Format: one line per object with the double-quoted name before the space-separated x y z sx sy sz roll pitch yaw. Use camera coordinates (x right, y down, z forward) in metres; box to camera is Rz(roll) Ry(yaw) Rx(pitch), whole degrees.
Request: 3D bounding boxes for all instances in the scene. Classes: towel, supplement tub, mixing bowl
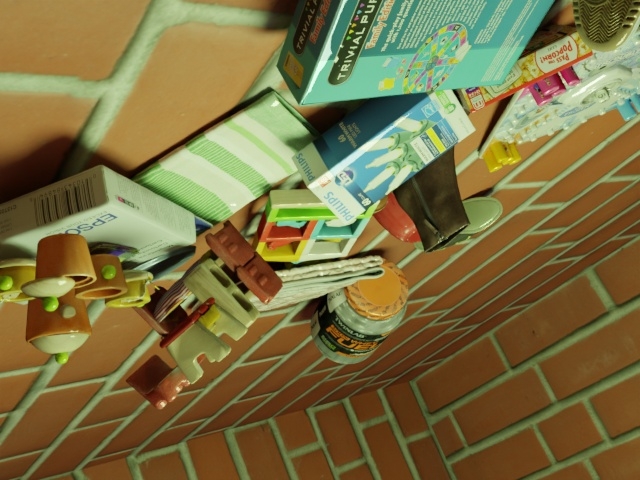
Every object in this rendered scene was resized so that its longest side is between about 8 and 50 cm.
"towel" -0.310 0.022 1.176 0.060 0.009 0.083 -25 160 26
"supplement tub" 0.097 0.173 2.025 0.193 0.193 0.316 -15 158 -21
"mixing bowl" 0.202 -0.058 1.693 0.181 0.098 0.181 -20 159 -8
"towel" -0.072 0.107 1.780 0.332 0.053 0.317 -7 170 -35
"towel" -0.156 -0.101 1.286 0.325 0.038 0.248 -28 159 14

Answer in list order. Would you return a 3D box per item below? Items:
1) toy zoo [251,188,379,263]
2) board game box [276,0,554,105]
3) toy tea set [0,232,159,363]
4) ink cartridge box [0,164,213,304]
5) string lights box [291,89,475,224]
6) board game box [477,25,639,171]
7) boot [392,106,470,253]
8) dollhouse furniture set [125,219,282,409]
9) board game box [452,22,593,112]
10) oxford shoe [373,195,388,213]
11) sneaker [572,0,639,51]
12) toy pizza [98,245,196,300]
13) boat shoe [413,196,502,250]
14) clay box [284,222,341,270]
"toy zoo" -0.021 -0.017 1.501 0.192 0.030 0.293 -2 157 -15
"board game box" 0.138 -0.298 1.000 0.336 0.079 0.254 -11 147 -30
"toy tea set" -0.354 0.094 1.136 0.200 0.124 0.336 -11 166 2
"ink cartridge box" -0.369 0.013 1.231 0.324 0.071 0.330 -19 160 15
"string lights box" 0.099 -0.152 1.279 0.260 0.077 0.133 -37 140 10
"board game box" 0.514 -0.272 1.494 0.390 0.050 0.390 -21 166 -8
"boot" 0.218 -0.117 1.400 0.090 0.207 0.248 -8 155 -36
"dollhouse furniture set" -0.210 0.118 1.275 0.201 0.152 0.374 -42 -178 16
"board game box" 0.296 -0.266 1.240 0.193 0.045 0.147 -25 -163 7
"oxford shoe" 0.073 -0.099 1.494 0.076 0.076 0.212 -43 153 23
"sneaker" 0.392 -0.367 0.959 0.153 0.099 0.282 -13 117 -40
"toy pizza" -0.316 0.050 1.452 0.201 0.032 0.201 -28 175 -3
"boat shoe" 0.328 -0.039 1.913 0.228 0.081 0.069 -25 164 25
"clay box" 0.000 0.000 1.684 0.127 0.053 0.222 -11 159 -23
